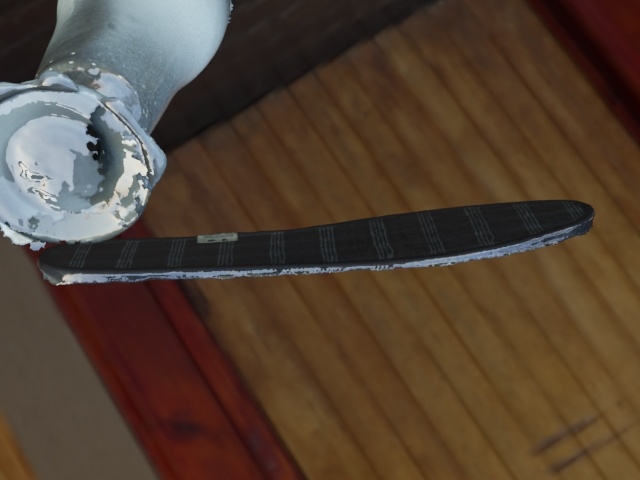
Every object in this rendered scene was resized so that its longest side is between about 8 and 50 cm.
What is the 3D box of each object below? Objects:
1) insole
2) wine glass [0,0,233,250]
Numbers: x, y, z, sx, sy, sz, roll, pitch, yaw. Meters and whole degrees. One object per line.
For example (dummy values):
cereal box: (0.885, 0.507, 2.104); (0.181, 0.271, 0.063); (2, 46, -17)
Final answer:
insole: (0.000, 0.000, 0.883); (0.309, 0.012, 0.110); (-4, -164, -2)
wine glass: (-0.076, -0.062, 0.584); (0.072, 0.072, 0.155); (-45, -164, 27)
